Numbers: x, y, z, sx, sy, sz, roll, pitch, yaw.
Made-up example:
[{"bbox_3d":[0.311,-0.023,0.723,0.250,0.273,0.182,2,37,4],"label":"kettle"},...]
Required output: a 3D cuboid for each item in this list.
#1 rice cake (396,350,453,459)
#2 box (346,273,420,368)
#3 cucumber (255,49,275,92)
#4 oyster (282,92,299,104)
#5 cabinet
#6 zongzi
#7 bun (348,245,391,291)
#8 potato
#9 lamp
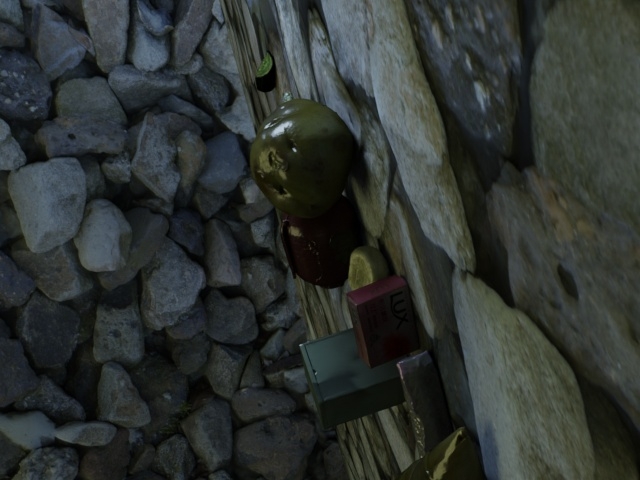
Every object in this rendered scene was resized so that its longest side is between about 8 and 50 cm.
[{"bbox_3d":[0.211,0.387,1.337,0.064,0.070,0.399,-119,15,-77],"label":"rice cake"},{"bbox_3d":[0.117,0.151,1.360,0.060,0.111,0.156,-136,28,-61],"label":"box"},{"bbox_3d":[-0.171,-0.515,2.291,0.046,0.070,0.220,42,170,7],"label":"cucumber"},{"bbox_3d":[-0.045,-0.293,1.817,0.177,0.064,0.125,-119,19,-54],"label":"oyster"},{"bbox_3d":[0.078,0.285,1.572,0.150,0.206,0.145,83,168,-53],"label":"cabinet"},{"bbox_3d":[0.229,0.451,1.130,0.300,0.145,0.274,107,142,-59],"label":"zongzi"},{"bbox_3d":[0.103,0.065,1.447,0.115,0.069,0.115,27,121,59],"label":"bun"},{"bbox_3d":[-0.044,-0.181,1.501,0.351,0.202,0.218,-103,12,-63],"label":"potato"},{"bbox_3d":[0.000,0.000,1.649,0.180,0.180,0.258,-117,14,-57],"label":"lamp"}]
